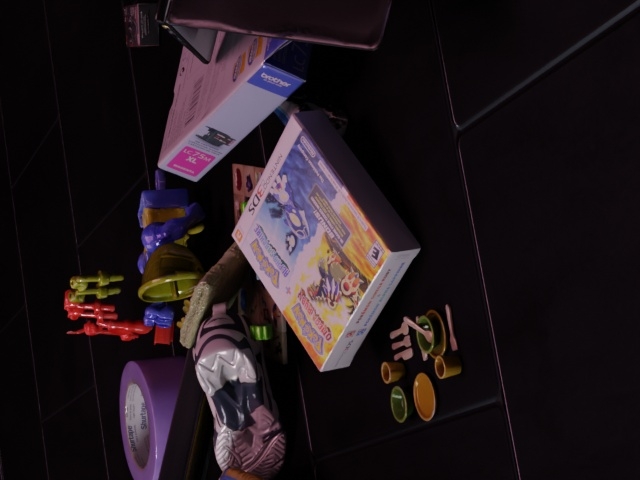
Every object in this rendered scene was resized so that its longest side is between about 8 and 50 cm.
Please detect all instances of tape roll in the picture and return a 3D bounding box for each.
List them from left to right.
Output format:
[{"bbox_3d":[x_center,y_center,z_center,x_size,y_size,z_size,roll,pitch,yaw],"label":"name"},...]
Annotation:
[{"bbox_3d":[-0.230,0.264,2.342,0.189,0.080,0.189,176,90,-67],"label":"tape roll"}]

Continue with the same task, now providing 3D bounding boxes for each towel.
[{"bbox_3d":[-0.132,0.066,2.019,0.027,0.110,0.148,36,143,9],"label":"towel"}]

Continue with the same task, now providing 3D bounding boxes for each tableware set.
[{"bbox_3d":[0.096,0.126,1.588,0.154,0.024,0.104,147,115,-65],"label":"tableware set"}]

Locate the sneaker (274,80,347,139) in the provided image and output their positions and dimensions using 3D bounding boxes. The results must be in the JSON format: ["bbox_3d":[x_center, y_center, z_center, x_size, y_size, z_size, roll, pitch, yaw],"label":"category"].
[{"bbox_3d":[-0.023,-0.126,1.780,0.162,0.063,0.073,-130,37,-55],"label":"sneaker"}]

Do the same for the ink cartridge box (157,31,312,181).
[{"bbox_3d":[-0.077,-0.210,1.769,0.311,0.065,0.186,-40,35,53],"label":"ink cartridge box"}]

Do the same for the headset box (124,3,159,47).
[{"bbox_3d":[-0.261,-0.315,2.360,0.083,0.032,0.062,-165,72,-68],"label":"headset box"}]

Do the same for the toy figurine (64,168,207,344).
[{"bbox_3d":[-0.240,-0.002,2.167,0.362,0.191,0.217,114,159,-73],"label":"toy figurine"}]

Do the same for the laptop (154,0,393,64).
[{"bbox_3d":[0.003,-0.362,1.576,0.408,0.236,0.382,28,-103,-84],"label":"laptop"}]

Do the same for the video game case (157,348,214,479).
[{"bbox_3d":[-0.179,0.317,2.075,0.248,0.035,0.275,95,-175,-56],"label":"video game case"}]

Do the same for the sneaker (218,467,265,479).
[{"bbox_3d":[-0.102,0.366,1.956,0.131,0.112,0.296,-64,0,-25],"label":"sneaker"}]

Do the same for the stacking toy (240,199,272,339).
[{"bbox_3d":[-0.033,0.030,1.848,0.221,0.052,0.167,170,96,-66],"label":"stacking toy"}]

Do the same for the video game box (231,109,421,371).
[{"bbox_3d":[0.000,0.000,1.681,0.205,0.048,0.187,55,137,30],"label":"video game box"}]

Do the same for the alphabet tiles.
[{"bbox_3d":[-0.068,0.028,1.992,0.198,0.009,0.237,-166,72,-66],"label":"alphabet tiles"}]

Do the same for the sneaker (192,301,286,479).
[{"bbox_3d":[-0.101,0.178,1.994,0.153,0.094,0.235,-95,-14,-55],"label":"sneaker"}]
